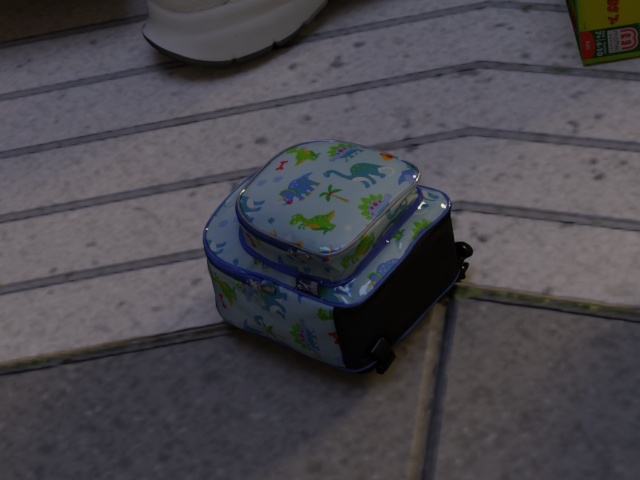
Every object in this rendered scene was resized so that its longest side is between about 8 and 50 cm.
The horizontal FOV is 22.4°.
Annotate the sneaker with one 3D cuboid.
[{"bbox_3d":[0.010,-0.223,1.039,0.297,0.129,0.111,-31,41,-22],"label":"sneaker"}]

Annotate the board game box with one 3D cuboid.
[{"bbox_3d":[0.165,-0.199,0.993,0.043,0.092,0.181,-9,40,6],"label":"board game box"}]

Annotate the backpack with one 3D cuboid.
[{"bbox_3d":[0.000,0.000,0.812,0.114,0.084,0.105,14,45,33],"label":"backpack"}]
